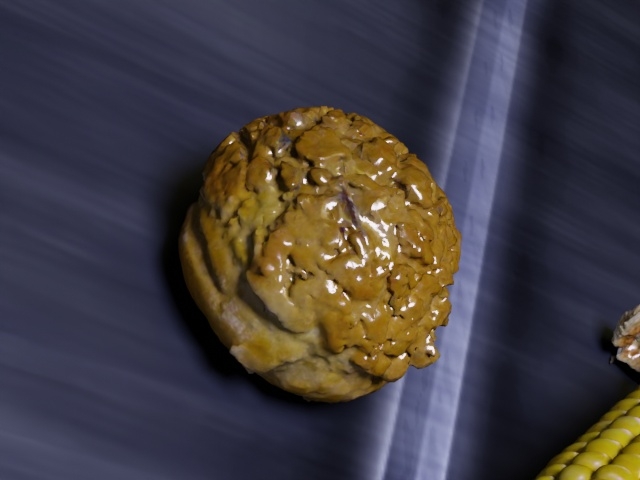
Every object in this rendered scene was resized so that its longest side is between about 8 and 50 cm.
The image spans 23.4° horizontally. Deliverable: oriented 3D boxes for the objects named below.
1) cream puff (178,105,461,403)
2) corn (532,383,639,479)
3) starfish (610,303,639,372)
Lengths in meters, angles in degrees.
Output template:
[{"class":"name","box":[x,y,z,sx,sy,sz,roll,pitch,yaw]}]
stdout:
[{"class":"cream puff","box":[0.004,-0.001,0.709,0.126,0.103,0.144,16,42,-30]},{"class":"corn","box":[0.160,0.133,0.703,0.347,0.130,0.130,-26,75,-40]},{"class":"starfish","box":[0.248,0.105,0.894,0.209,0.053,0.150,17,59,-37]}]
